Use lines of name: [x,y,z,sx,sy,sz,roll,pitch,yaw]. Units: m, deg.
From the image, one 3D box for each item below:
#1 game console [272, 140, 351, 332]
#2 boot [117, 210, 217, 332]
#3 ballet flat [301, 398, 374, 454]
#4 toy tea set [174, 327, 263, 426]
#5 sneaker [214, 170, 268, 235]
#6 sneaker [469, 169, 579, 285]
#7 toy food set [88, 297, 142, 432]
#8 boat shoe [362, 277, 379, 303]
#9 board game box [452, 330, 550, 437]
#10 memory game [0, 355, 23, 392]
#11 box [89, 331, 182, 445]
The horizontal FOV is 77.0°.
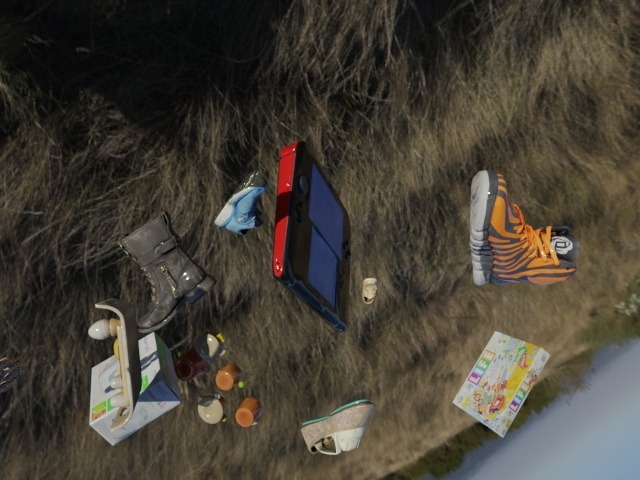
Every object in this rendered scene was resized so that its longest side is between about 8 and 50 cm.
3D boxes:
game console: [0.000,0.000,0.937,0.060,0.342,0.386,-11,149,18]
boot: [-0.406,0.078,0.981,0.263,0.091,0.229,-36,104,9]
ballet flat: [0.055,0.531,1.120,0.107,0.106,0.316,7,145,-31]
toy tea set: [-0.312,0.445,1.275,0.200,0.336,0.124,-33,175,14]
sneaker: [-0.125,-0.060,0.710,0.162,0.073,0.063,-39,-160,51]
sneaker: [0.368,-0.017,0.730,0.180,0.125,0.321,-1,150,23]
toy food set: [-0.537,0.308,1.055,0.092,0.306,0.220,-6,178,-19]
boat shoe: [0.194,0.198,1.558,0.063,0.059,0.170,1,151,5]
board game box: [0.306,0.239,0.688,0.026,0.103,0.154,38,80,-16]
memory game: [-0.770,0.335,0.904,0.186,0.012,0.186,-46,167,-14]
box: [-0.597,0.468,1.302,0.231,0.262,0.127,-31,123,-12]
